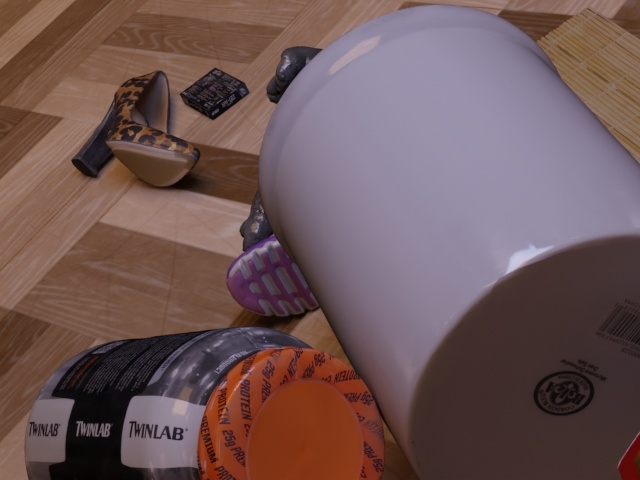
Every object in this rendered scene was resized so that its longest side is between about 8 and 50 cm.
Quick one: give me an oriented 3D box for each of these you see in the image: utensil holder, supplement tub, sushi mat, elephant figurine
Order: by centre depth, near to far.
[{"bbox_3d":[-0.106,0.183,1.278,0.207,0.207,0.338,-50,21,-28],"label":"supplement tub"},{"bbox_3d":[0.149,0.016,1.309,0.327,0.327,0.385,-27,39,0],"label":"utensil holder"},{"bbox_3d":[0.334,-0.175,1.674,0.151,0.019,0.316,-30,37,-6],"label":"sushi mat"},{"bbox_3d":[0.013,-0.105,1.704,0.169,0.186,0.239,14,49,-16],"label":"elephant figurine"}]

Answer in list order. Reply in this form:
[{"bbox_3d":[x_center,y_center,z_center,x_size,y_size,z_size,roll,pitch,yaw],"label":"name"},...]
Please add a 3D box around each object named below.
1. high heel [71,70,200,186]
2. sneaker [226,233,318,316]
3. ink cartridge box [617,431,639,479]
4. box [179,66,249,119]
[{"bbox_3d":[-0.209,-0.166,1.928,0.261,0.093,0.186,5,53,48],"label":"high heel"},{"bbox_3d":[0.000,0.000,1.617,0.236,0.095,0.104,-27,29,-9],"label":"sneaker"},{"bbox_3d":[0.327,0.150,1.149,0.056,0.181,0.225,18,58,38],"label":"ink cartridge box"},{"bbox_3d":[-0.147,-0.204,2.005,0.067,0.018,0.083,-39,38,-16],"label":"box"}]
